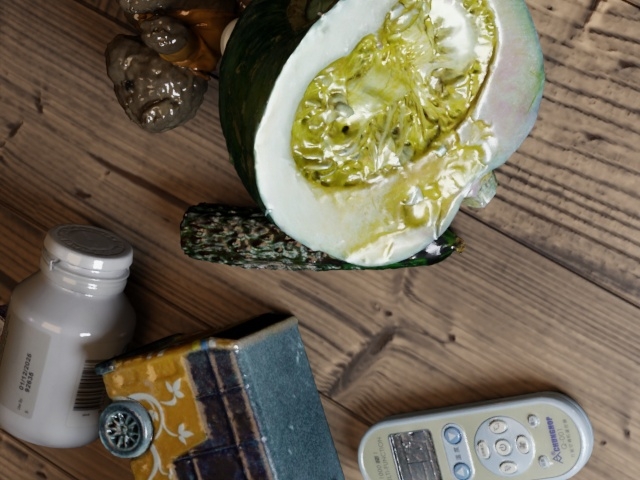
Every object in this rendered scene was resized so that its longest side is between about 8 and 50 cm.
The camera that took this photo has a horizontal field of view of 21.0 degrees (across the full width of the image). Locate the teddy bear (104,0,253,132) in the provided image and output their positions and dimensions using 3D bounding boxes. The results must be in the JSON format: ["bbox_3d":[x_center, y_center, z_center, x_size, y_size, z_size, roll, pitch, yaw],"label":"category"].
[{"bbox_3d":[-0.148,-0.201,1.694,0.140,0.177,0.190,14,107,-15],"label":"teddy bear"}]

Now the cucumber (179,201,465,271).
[{"bbox_3d":[0.000,0.000,1.704,0.293,0.067,0.067,4,102,26],"label":"cucumber"}]

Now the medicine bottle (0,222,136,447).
[{"bbox_3d":[-0.265,0.097,1.816,0.135,0.135,0.215,24,110,21],"label":"medicine bottle"}]

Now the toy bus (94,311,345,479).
[{"bbox_3d":[-0.082,0.246,1.744,0.194,0.162,0.323,-17,91,26],"label":"toy bus"}]

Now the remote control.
[{"bbox_3d":[0.149,0.200,1.680,0.244,0.047,0.087,-12,99,28],"label":"remote control"}]

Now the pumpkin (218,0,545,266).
[{"bbox_3d":[0.041,-0.145,1.564,0.293,0.197,0.263,-43,123,4],"label":"pumpkin"}]

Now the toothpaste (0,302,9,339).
[{"bbox_3d":[-0.396,0.146,1.943,0.040,0.047,0.196,49,117,13],"label":"toothpaste"}]

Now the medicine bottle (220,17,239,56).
[{"bbox_3d":[-0.053,-0.192,1.674,0.057,0.089,0.057,6,103,26],"label":"medicine bottle"}]
